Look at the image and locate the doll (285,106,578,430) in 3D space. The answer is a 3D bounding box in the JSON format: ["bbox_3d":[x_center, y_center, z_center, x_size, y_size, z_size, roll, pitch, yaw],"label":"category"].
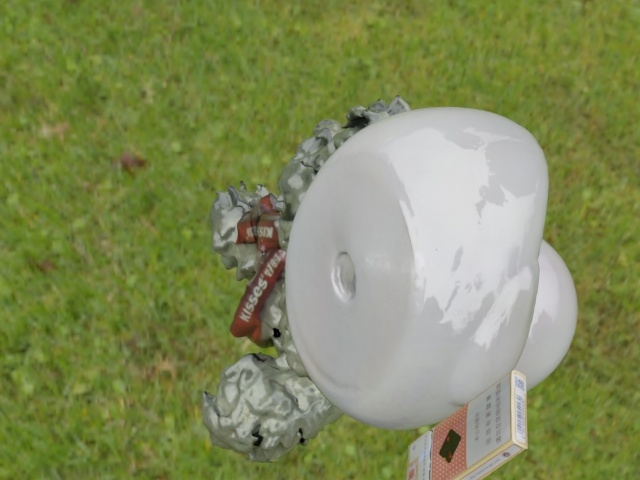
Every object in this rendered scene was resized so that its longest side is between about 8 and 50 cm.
[{"bbox_3d":[0.098,0.027,0.897,0.221,0.251,0.221,12,31,-7],"label":"doll"}]

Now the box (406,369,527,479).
[{"bbox_3d":[0.072,0.103,0.644,0.012,0.083,0.046,30,40,-21],"label":"box"}]

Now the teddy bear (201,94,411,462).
[{"bbox_3d":[0.000,0.000,1.310,0.224,0.368,0.357,5,49,-6],"label":"teddy bear"}]
